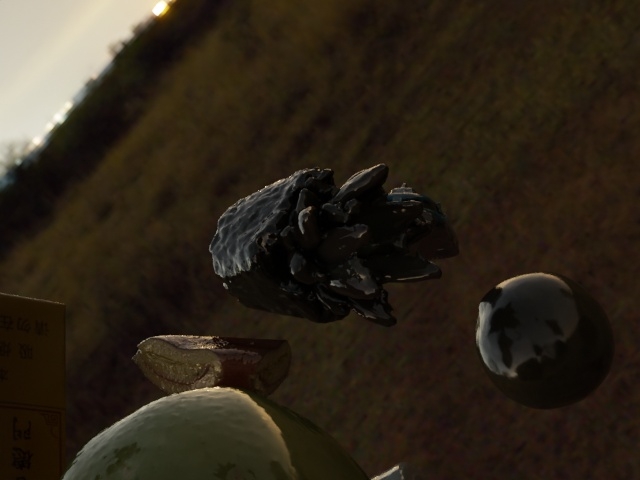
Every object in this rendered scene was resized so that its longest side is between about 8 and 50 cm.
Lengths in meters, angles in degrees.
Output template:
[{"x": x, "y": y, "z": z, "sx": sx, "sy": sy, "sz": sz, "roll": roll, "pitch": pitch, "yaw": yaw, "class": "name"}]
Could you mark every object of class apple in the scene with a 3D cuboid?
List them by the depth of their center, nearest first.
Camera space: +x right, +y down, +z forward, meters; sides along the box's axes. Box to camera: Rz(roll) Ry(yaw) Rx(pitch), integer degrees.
[{"x": -0.066, "y": 0.232, "z": 0.851, "sx": 0.279, "sy": 0.279, "sz": 0.279, "roll": -46, "pitch": 12, "yaw": 12, "class": "apple"}]

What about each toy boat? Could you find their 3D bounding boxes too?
[{"x": 0.128, "y": -0.034, "z": 1.843, "sx": 0.299, "sy": 0.134, "sz": 0.092, "roll": 43, "pitch": -135, "yaw": -74, "class": "toy boat"}]

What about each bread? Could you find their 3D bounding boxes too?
[{"x": -0.112, "y": 0.148, "z": 1.433, "sx": 0.119, "sy": 0.192, "sz": 0.067, "roll": -160, "pitch": 74, "yaw": -72, "class": "bread"}]

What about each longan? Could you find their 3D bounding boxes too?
[{"x": 0.274, "y": 0.122, "z": 1.556, "sx": 0.167, "sy": 0.167, "sz": 0.187, "roll": -49, "pitch": 29, "yaw": -3, "class": "longan"}]

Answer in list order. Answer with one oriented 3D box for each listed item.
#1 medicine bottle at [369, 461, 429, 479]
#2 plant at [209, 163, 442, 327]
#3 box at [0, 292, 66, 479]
[{"x": 0.048, "y": 0.384, "z": 1.306, "sx": 0.232, "sy": 0.238, "sz": 0.238, "roll": -32, "pitch": 14, "yaw": 9, "class": "medicine bottle"}, {"x": 0.000, "y": 0.000, "z": 1.560, "sx": 0.321, "sy": 0.194, "sz": 0.181, "roll": -9, "pitch": 48, "yaw": 50, "class": "plant"}, {"x": -0.438, "y": 0.262, "z": 1.482, "sx": 0.116, "sy": 0.264, "sz": 0.415, "roll": -35, "pitch": 51, "yaw": 45, "class": "box"}]
